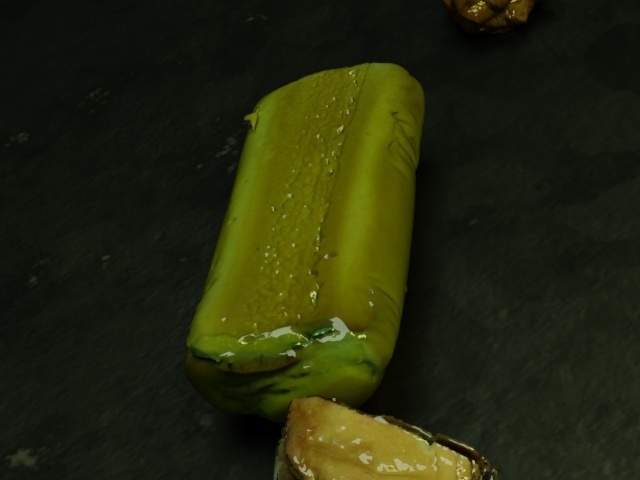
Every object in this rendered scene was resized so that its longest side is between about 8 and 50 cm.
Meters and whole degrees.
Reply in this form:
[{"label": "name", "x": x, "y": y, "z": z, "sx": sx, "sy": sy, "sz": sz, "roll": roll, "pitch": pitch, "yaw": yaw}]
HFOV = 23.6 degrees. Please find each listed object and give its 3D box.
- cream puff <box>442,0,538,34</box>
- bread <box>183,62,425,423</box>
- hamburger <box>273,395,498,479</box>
[{"label": "cream puff", "x": 0.162, "y": -0.256, "z": 1.497, "sx": 0.116, "sy": 0.094, "sz": 0.122, "roll": 17, "pitch": 56, "yaw": 40}, {"label": "bread", "x": 0.000, "y": 0.000, "z": 1.250, "sx": 0.166, "sy": 0.112, "sz": 0.383, "roll": -10, "pitch": 39, "yaw": 18}, {"label": "hamburger", "x": 0.026, "y": 0.180, "z": 1.042, "sx": 0.176, "sy": 0.087, "sz": 0.102, "roll": 17, "pitch": 47, "yaw": 28}]
